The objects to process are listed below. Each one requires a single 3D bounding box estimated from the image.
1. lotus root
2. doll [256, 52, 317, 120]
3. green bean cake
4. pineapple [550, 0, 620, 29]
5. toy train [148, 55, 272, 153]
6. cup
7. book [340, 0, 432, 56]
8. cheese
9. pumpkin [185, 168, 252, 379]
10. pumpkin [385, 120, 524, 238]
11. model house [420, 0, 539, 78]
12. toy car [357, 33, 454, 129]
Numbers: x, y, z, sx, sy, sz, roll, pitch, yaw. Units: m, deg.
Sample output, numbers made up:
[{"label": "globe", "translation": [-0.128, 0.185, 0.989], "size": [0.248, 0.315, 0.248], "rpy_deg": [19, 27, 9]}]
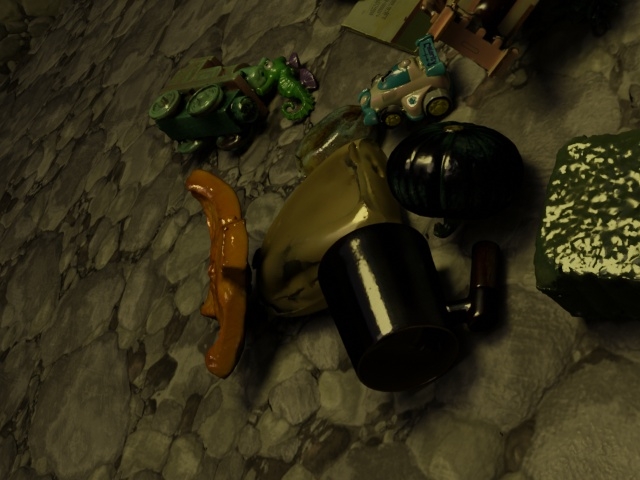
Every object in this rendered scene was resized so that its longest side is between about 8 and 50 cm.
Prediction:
[{"label": "lotus root", "translation": [0.039, -0.177, 1.560], "size": [0.192, 0.088, 0.113], "rpy_deg": [-40, 32, 3]}, {"label": "doll", "translation": [-0.068, -0.313, 1.814], "size": [0.115, 0.050, 0.190], "rpy_deg": [-35, 54, -1]}, {"label": "green bean cake", "translation": [0.368, -0.015, 1.008], "size": [0.227, 0.125, 0.223], "rpy_deg": [-5, 57, 47]}, {"label": "pineapple", "translation": [0.411, -0.415, 1.299], "size": [0.221, 0.103, 0.083], "rpy_deg": [-64, 1, -9]}, {"label": "toy train", "translation": [-0.227, -0.305, 1.941], "size": [0.304, 0.150, 0.221], "rpy_deg": [2, 51, 43]}, {"label": "cup", "translation": [0.120, 0.072, 1.205], "size": [0.239, 0.166, 0.177], "rpy_deg": [-41, 41, 23]}, {"label": "book", "translation": [0.165, -0.456, 1.685], "size": [0.201, 0.026, 0.289], "rpy_deg": [-53, 34, 4]}, {"label": "cheese", "translation": [0.000, 0.000, 1.445], "size": [0.316, 0.128, 0.260], "rpy_deg": [-41, 26, 25]}, {"label": "pumpkin", "translation": [-0.164, 0.046, 1.502], "size": [0.258, 0.095, 0.290], "rpy_deg": [-129, 37, -69]}, {"label": "pumpkin", "translation": [0.188, -0.096, 1.244], "size": [0.194, 0.150, 0.194], "rpy_deg": [-18, 35, 13]}, {"label": "model house", "translation": [0.270, -0.422, 1.292], "size": [0.244, 0.169, 0.326], "rpy_deg": [-51, 11, 36]}, {"label": "toy car", "translation": [0.135, -0.262, 1.474], "size": [0.161, 0.098, 0.126], "rpy_deg": [-14, 45, 7]}]
